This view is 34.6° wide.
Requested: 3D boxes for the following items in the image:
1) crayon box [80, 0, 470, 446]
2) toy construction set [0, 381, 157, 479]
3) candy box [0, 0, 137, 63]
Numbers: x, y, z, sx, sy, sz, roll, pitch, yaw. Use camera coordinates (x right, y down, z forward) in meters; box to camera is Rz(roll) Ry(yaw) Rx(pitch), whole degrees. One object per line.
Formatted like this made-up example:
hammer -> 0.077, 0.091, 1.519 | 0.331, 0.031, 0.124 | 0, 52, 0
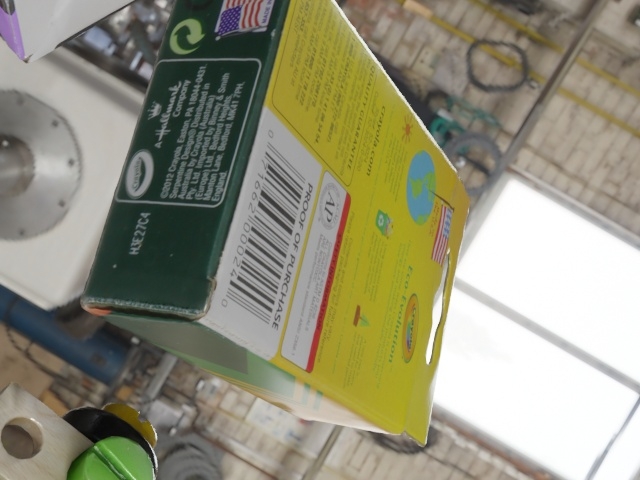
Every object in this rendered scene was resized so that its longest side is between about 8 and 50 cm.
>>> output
crayon box -> 0.000, 0.000, 0.640 | 0.318, 0.081, 0.202 | 42, 57, -56
toy construction set -> -0.156, 0.218, 0.494 | 0.237, 0.308, 0.257 | -34, 172, 38
candy box -> -0.118, -0.175, 0.275 | 0.070, 0.196, 0.165 | -36, 164, -23
